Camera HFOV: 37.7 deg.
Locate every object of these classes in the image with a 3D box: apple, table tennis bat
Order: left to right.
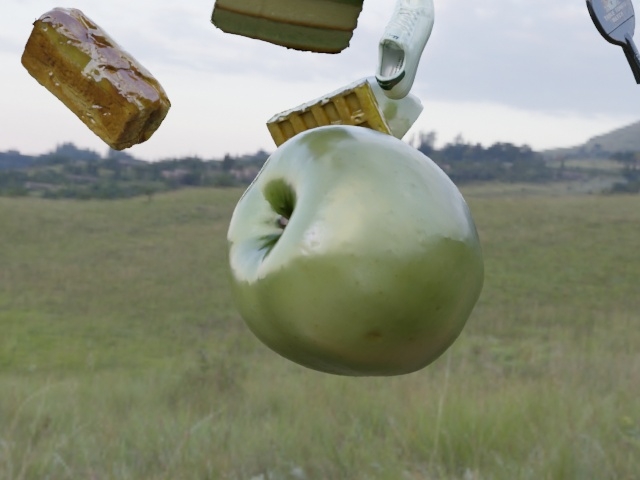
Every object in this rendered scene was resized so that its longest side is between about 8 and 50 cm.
[{"bbox_3d":[0.053,0.021,1.282,0.357,0.357,0.357,7,2,0],"label":"apple"},{"bbox_3d":[0.106,-0.221,2.294,0.320,0.360,0.312,27,18,-50],"label":"apple"},{"bbox_3d":[0.566,-0.408,1.778,0.027,0.236,0.150,-16,16,49],"label":"table tennis bat"}]

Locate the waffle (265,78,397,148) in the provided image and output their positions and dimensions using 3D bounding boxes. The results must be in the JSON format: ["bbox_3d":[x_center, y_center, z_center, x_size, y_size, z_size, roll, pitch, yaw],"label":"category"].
[{"bbox_3d":[0.036,-0.208,2.033,0.247,0.221,0.055,-20,20,18],"label":"waffle"}]

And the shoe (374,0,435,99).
[{"bbox_3d":[0.178,-0.442,2.021,0.095,0.265,0.110,11,-1,23],"label":"shoe"}]

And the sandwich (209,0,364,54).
[{"bbox_3d":[-0.053,-0.425,1.480,0.227,0.198,0.155,7,-39,-14],"label":"sandwich"}]

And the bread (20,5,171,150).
[{"bbox_3d":[-0.497,-0.367,2.098,0.344,0.195,0.149,44,38,2],"label":"bread"}]
